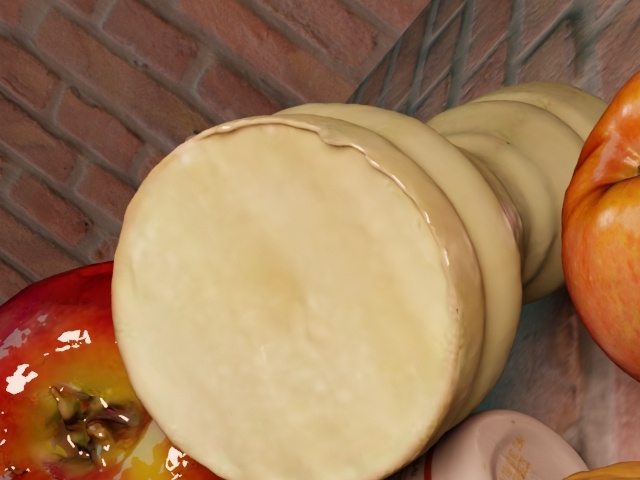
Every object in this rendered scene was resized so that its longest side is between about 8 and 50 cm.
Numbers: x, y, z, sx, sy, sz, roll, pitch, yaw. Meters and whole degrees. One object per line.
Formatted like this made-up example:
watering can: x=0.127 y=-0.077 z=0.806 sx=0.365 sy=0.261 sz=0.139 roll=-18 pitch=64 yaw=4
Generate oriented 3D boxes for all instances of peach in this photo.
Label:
peach: x=-0.127 y=0.213 z=1.004 sx=0.417 sy=0.353 sz=0.339 roll=76 pitch=-179 yaw=-59

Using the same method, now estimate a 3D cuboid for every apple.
apple: x=0.232 y=-0.015 z=0.686 sx=0.209 sy=0.164 sz=0.209 roll=-52 pitch=14 yaw=18

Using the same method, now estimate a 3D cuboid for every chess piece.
chess piece: x=0.083 y=-0.004 z=0.832 sx=0.234 sy=0.234 sz=0.442 roll=-48 pitch=-14 yaw=31

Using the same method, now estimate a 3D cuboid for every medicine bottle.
medicine bottle: x=0.064 y=0.219 z=0.778 sx=0.250 sy=0.131 sz=0.131 roll=-45 pitch=14 yaw=37

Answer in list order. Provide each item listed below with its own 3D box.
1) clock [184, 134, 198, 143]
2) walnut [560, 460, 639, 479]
clock: x=0.000 y=0.000 z=1.244 sx=0.342 sy=0.325 sz=0.184 roll=-90 pitch=10 yaw=-68
walnut: x=0.119 y=0.194 z=0.522 sx=0.225 sy=0.193 sz=0.193 roll=-36 pitch=19 yaw=30
